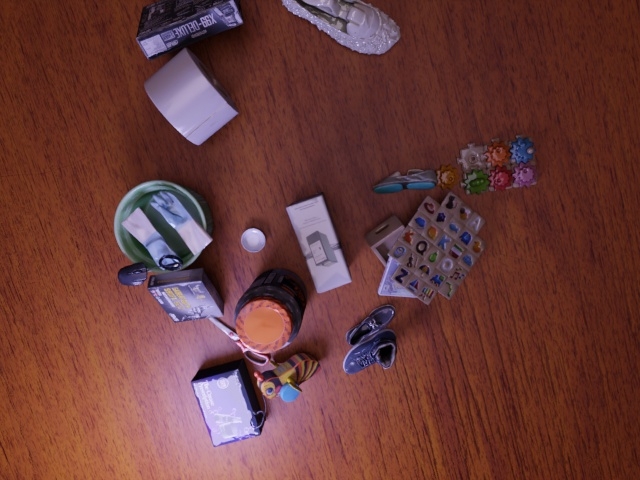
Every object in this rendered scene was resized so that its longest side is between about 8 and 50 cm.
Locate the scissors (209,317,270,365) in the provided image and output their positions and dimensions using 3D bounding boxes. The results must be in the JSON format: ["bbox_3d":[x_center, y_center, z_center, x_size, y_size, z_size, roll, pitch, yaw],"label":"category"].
[{"bbox_3d":[-0.311,0.357,1.667,0.297,0.021,0.108,24,101,-2],"label":"scissors"}]

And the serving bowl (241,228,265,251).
[{"bbox_3d":[-0.231,-0.002,1.605,0.084,0.027,0.083,0,98,2],"label":"serving bowl"}]

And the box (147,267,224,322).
[{"bbox_3d":[-0.448,0.191,1.563,0.183,0.056,0.231,-7,141,4],"label":"box"}]

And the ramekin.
[{"bbox_3d":[-0.510,-0.052,1.550,0.304,0.148,0.303,0,99,3],"label":"ramekin"}]

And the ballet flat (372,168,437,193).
[{"bbox_3d":[0.278,-0.200,1.538,0.214,0.072,0.068,-5,70,8],"label":"ballet flat"}]

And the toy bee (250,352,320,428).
[{"bbox_3d":[-0.141,0.482,1.572,0.195,0.298,0.162,2,133,41],"label":"toy bee"}]

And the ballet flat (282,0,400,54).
[{"bbox_3d":[0.056,-0.700,1.433,0.409,0.147,0.146,23,99,-2],"label":"ballet flat"}]

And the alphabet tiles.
[{"bbox_3d":[0.386,0.027,1.506,0.285,0.011,0.342,35,89,-18],"label":"alphabet tiles"}]

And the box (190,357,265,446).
[{"bbox_3d":[-0.330,0.583,1.665,0.185,0.103,0.261,-17,97,3],"label":"box"}]

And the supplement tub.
[{"bbox_3d":[-0.154,0.220,1.479,0.207,0.338,0.206,0,99,3],"label":"supplement tub"}]

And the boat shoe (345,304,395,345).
[{"bbox_3d":[0.178,0.301,1.613,0.206,0.065,0.075,-36,95,7],"label":"boat shoe"}]

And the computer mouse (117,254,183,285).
[{"bbox_3d":[-0.545,0.093,1.460,0.242,0.041,0.071,-17,81,16],"label":"computer mouse"}]

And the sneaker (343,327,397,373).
[{"bbox_3d":[0.168,0.403,1.581,0.226,0.163,0.086,-41,96,9],"label":"sneaker"}]

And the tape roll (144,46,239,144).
[{"bbox_3d":[-0.395,-0.445,1.437,0.169,0.246,0.246,-38,95,7],"label":"tape roll"}]

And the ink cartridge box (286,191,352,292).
[{"bbox_3d":[0.000,0.000,1.503,0.122,0.211,0.289,-19,98,4],"label":"ink cartridge box"}]

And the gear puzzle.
[{"bbox_3d":[0.542,-0.241,1.522,0.339,0.044,0.175,-9,98,4],"label":"gear puzzle"}]

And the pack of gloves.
[{"bbox_3d":[-0.490,-0.027,1.454,0.195,0.046,0.232,-40,95,7],"label":"pack of gloves"}]

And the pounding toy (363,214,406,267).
[{"bbox_3d":[0.280,0.017,1.555,0.181,0.094,0.206,-35,121,7],"label":"pounding toy"}]

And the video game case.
[{"bbox_3d":[0.309,0.109,1.544,0.202,0.023,0.183,6,116,-16],"label":"video game case"}]

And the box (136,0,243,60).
[{"bbox_3d":[-0.397,-0.687,1.407,0.308,0.242,0.076,-20,137,5],"label":"box"}]
